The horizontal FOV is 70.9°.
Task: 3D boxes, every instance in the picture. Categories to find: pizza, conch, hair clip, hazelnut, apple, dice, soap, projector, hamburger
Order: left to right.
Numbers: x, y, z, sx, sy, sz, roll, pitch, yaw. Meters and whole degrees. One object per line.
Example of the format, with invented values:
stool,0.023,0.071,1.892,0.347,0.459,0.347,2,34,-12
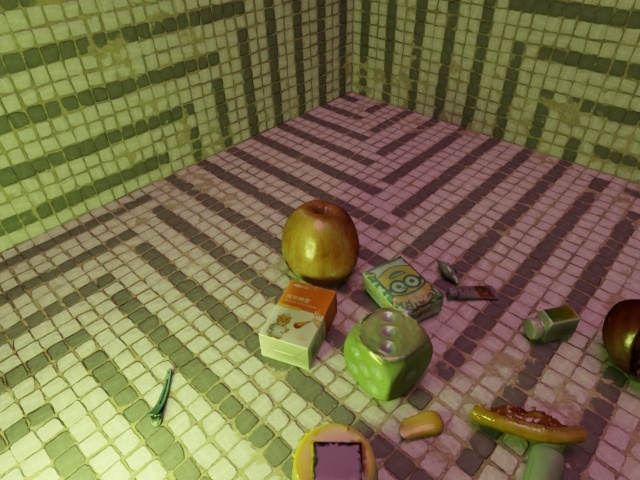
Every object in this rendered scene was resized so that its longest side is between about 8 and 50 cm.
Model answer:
hair clip,-0.597,0.582,1.694,0.039,0.070,0.230,-5,32,1
apple,0.000,0.000,2.145,0.390,0.347,0.392,1,34,-1
hamburger,0.045,0.718,1.404,0.275,0.179,0.294,-4,43,2
dice,0.254,0.422,1.694,0.251,0.255,0.249,-27,49,-30
soap,0.351,0.650,1.584,0.168,0.033,0.089,-8,38,-8
conch,0.616,0.151,2.168,0.065,0.088,0.180,-46,50,15
pizza,0.700,0.619,1.535,0.364,0.074,0.182,7,10,23
projector,0.651,0.786,1.353,0.108,0.108,0.337,21,44,25
hazelnut,1.280,0.372,1.656,0.408,0.360,0.359,-8,39,5

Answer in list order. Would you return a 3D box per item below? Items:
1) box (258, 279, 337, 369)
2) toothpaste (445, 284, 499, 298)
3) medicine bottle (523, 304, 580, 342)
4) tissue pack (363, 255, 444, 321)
box,-0.084,0.341,1.893,0.224,0.144,0.341,13,40,17
toothpaste,0.693,0.239,2.062,0.233,0.057,0.089,1,38,-9
medicine bottle,0.944,0.349,1.849,0.188,0.132,0.088,-8,40,-7
tissue pack,0.365,0.229,2.019,0.227,0.128,0.311,-22,43,-20
